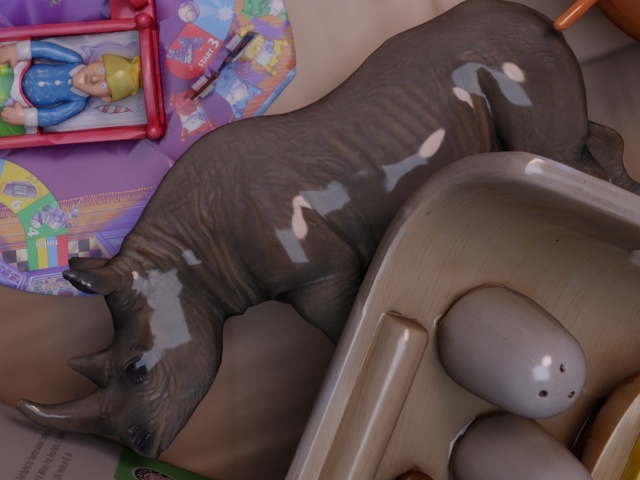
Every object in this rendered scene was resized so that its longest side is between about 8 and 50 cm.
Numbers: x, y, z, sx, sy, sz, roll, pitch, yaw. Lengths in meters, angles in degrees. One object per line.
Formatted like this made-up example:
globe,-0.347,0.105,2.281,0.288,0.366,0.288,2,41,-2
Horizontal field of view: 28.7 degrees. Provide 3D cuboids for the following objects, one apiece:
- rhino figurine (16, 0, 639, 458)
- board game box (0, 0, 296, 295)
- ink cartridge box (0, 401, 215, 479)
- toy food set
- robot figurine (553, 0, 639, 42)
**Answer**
rhino figurine,0.000,0.000,0.450,0.243,0.073,0.106,-29,103,-4
board game box,-0.094,-0.063,0.457,0.133,0.033,0.168,40,90,-7
ink cartridge box,-0.143,0.105,0.405,0.219,0.160,0.092,21,94,-5
toy food set,0.087,0.144,0.420,0.220,0.092,0.306,19,97,-29
robot figurine,0.177,-0.134,0.428,0.220,0.128,0.158,-11,131,-4
